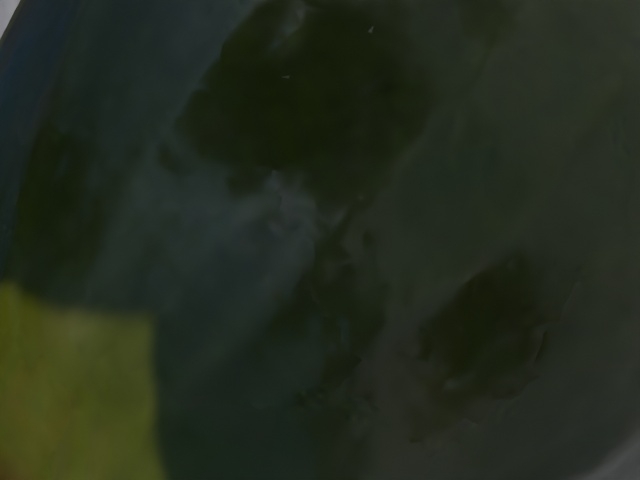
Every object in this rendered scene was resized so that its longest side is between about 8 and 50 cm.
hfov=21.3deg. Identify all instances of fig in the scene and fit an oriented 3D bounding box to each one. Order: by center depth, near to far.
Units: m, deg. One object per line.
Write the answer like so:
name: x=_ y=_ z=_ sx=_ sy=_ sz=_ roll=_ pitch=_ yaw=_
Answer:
fig: x=0.000 y=0.000 z=0.596 sx=0.316 sy=0.316 sz=0.316 roll=166 pitch=90 yaw=-82
